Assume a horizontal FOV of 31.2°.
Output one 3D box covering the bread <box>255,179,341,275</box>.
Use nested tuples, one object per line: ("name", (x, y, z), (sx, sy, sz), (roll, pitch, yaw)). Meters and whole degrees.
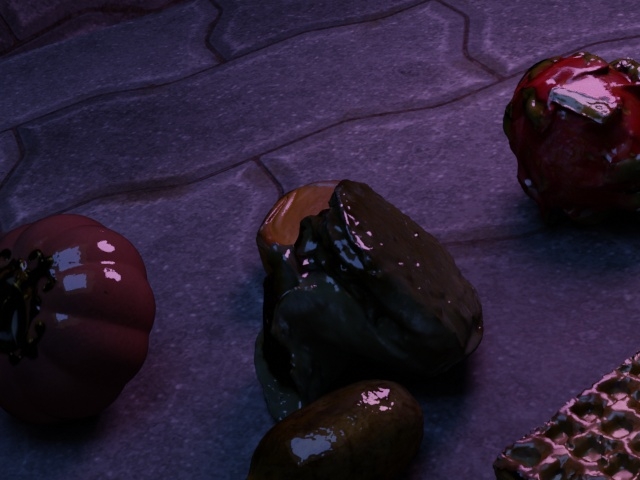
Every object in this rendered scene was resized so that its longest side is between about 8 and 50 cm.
("bread", (-0.001, 0.000, 1.783), (0.199, 0.104, 0.199), (-9, 36, 7))

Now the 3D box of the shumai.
("shumai", (0.029, 0.099, 1.562), (0.288, 0.292, 0.330), (-50, 14, 18))

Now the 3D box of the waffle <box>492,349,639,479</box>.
("waffle", (0.362, 0.236, 1.262), (0.308, 0.091, 0.213), (-30, 34, -23))

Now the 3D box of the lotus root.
("lotus root", (0.008, 0.254, 1.358), (0.260, 0.128, 0.145), (-25, 18, -23))

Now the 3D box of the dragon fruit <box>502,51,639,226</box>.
("dragon fruit", (0.411, -0.154, 1.713), (0.237, 0.231, 0.302), (-26, 37, -25))

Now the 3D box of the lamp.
("lamp", (-0.361, 0.115, 1.640), (0.305, 0.239, 0.305), (-11, 70, 34))
